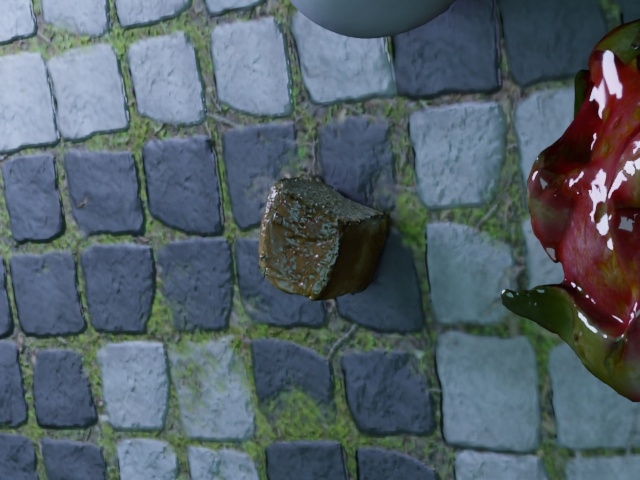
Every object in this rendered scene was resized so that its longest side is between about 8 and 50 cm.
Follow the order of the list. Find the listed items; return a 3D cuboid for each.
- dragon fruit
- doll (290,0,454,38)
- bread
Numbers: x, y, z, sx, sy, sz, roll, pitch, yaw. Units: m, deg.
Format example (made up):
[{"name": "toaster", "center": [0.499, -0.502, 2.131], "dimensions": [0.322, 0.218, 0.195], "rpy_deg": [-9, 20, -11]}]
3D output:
[{"name": "dragon fruit", "center": [0.242, -0.014, 0.747], "dimensions": [0.237, 0.231, 0.303], "rpy_deg": [-57, 27, 28]}, {"name": "doll", "center": [0.018, -0.227, 0.871], "dimensions": [0.221, 0.251, 0.221], "rpy_deg": [-168, 90, -68]}, {"name": "bread", "center": [-0.002, 0.000, 1.007], "dimensions": [0.076, 0.083, 0.070], "rpy_deg": [26, 104, 23]}]
